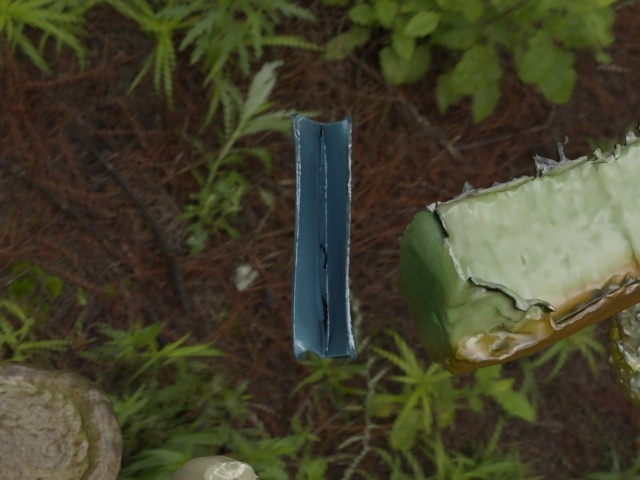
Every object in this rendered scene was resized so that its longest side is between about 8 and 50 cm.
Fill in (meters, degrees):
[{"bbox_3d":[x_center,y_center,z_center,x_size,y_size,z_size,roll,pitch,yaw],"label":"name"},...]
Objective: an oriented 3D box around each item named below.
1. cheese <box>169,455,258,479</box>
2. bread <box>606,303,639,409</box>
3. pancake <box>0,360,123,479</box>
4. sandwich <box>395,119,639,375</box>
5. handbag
[{"bbox_3d":[-0.080,0.341,1.230,0.082,0.163,0.286,13,30,-40],"label":"cheese"},{"bbox_3d":[0.313,0.044,1.039,0.246,0.176,0.195,-52,135,-57],"label":"bread"},{"bbox_3d":[-0.322,0.216,1.186,0.288,0.033,0.286,-4,43,8],"label":"pancake"},{"bbox_3d":[0.090,0.013,0.543,0.245,0.212,0.063,-19,80,-34],"label":"sandwich"},{"bbox_3d":[0.000,0.000,1.189,0.057,0.144,0.221,-1,86,-2],"label":"handbag"}]
